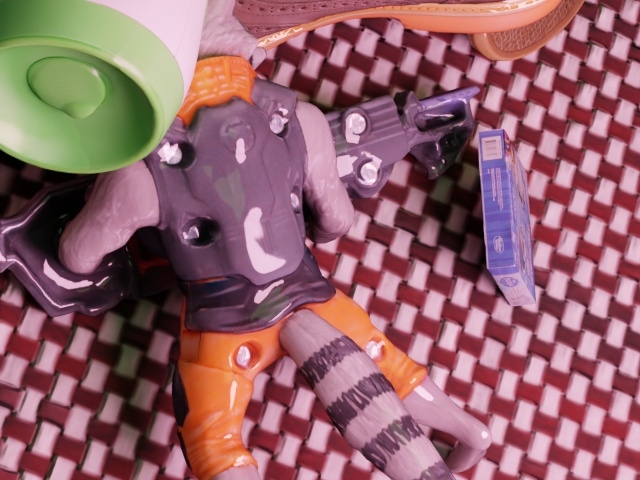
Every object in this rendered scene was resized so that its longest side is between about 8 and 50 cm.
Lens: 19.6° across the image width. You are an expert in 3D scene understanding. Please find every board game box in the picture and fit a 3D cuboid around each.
[{"bbox_3d":[0.119,-0.013,1.172,0.020,0.090,0.090,-6,72,13],"label":"board game box"}]

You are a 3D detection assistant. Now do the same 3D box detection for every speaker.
[{"bbox_3d":[-0.115,-0.184,1.021,0.131,0.131,0.297,17,53,-13],"label":"speaker"}]

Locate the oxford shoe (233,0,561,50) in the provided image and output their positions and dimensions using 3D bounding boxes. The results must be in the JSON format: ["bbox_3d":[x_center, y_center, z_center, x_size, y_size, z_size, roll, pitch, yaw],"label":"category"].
[{"bbox_3d":[-0.015,-0.193,1.137,0.363,0.133,0.130,-7,76,-5],"label":"oxford shoe"}]

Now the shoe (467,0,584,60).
[{"bbox_3d":[0.156,-0.209,1.273,0.076,0.058,0.219,49,64,-33],"label":"shoe"}]

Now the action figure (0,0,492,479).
[{"bbox_3d":[0.000,0.000,1.083,0.341,0.178,0.330,-27,92,-24],"label":"action figure"}]
